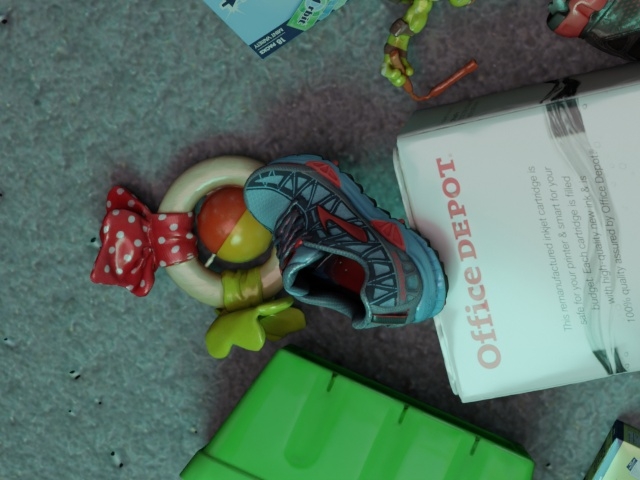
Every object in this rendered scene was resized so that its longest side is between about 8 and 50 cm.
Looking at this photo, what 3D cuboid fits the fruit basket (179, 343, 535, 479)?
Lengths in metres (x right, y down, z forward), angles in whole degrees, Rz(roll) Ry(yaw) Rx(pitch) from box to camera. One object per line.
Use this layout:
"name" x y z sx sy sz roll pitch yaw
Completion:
"fruit basket" 0.020 0.331 1.928 0.392 0.283 0.392 0 89 2

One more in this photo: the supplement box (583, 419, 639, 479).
"supplement box" 0.336 0.252 1.944 0.083 0.056 0.083 26 107 2

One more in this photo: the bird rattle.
"bird rattle" -0.113 0.004 1.945 0.253 0.143 0.207 37 96 12

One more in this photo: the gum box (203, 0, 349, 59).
"gum box" -0.052 -0.286 1.822 0.157 0.041 0.184 -33 135 15

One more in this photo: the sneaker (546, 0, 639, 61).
"sneaker" 0.345 -0.284 1.766 0.135 0.097 0.276 35 120 -5

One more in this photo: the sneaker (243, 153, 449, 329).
"sneaker" 0.000 0.000 1.783 0.262 0.125 0.104 34 130 36

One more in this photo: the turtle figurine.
"turtle figurine" 0.090 -0.285 1.802 0.217 0.087 0.269 15 110 -34

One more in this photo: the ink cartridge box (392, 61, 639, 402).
"ink cartridge box" 0.300 -0.025 1.817 0.395 0.166 0.285 -12 102 13
